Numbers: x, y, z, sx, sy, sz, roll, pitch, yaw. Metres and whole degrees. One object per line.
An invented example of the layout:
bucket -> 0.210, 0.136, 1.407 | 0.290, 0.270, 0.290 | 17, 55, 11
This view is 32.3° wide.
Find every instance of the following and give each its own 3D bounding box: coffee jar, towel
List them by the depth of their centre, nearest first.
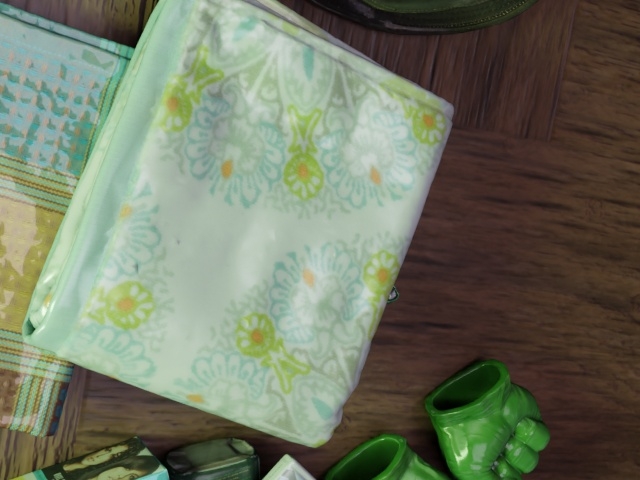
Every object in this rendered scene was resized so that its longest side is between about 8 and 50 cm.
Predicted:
towel -> -0.309, -0.031, 0.963 | 0.271, 0.040, 0.370 | 16, 83, -28
towel -> -0.060, -0.026, 1.024 | 0.320, 0.090, 0.374 | 25, 83, -26
coffee jar -> -0.106, 0.303, 1.141 | 0.096, 0.079, 0.184 | -9, 103, -24

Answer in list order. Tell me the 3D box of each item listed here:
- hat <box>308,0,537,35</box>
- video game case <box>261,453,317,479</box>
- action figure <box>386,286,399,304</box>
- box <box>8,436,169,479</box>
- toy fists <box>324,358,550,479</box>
hat -> 0.101, -0.288, 1.009 | 0.331, 0.134, 0.331 | -1, 133, -1
video game case -> -0.031, 0.346, 1.126 | 0.183, 0.023, 0.201 | -47, 115, -10
action figure -> 0.000, 0.000, 1.146 | 0.232, 0.063, 0.137 | 38, 80, -31
box -> -0.267, 0.264, 1.042 | 0.244, 0.100, 0.060 | -16, 106, -23
toy fists -> 0.140, 0.265, 1.246 | 0.279, 0.096, 0.142 | -35, 115, -18
